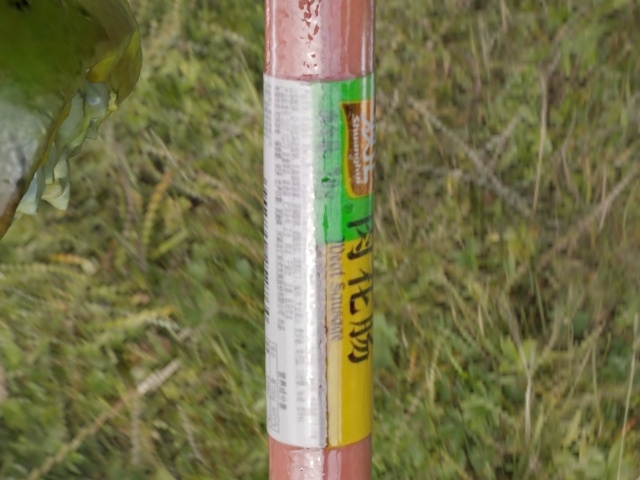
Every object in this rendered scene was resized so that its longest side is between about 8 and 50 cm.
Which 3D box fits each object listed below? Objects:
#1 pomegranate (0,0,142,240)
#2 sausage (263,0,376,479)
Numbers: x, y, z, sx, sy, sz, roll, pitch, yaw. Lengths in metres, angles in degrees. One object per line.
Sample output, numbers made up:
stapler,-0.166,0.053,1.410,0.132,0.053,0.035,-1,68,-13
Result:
pomegranate,-0.260,-0.043,0.846,0.358,0.310,0.216,-34,106,12
sausage,0.000,0.000,0.486,0.029,0.029,0.223,3,108,8
